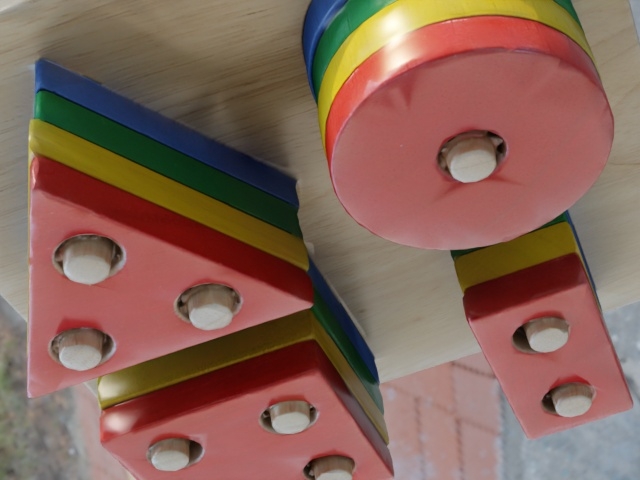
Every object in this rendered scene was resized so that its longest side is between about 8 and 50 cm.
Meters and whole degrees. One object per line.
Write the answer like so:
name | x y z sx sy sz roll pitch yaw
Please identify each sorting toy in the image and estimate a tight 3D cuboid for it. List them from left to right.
sorting toy | 0.000 0.000 0.490 0.255 0.257 0.089 59 -164 -47
